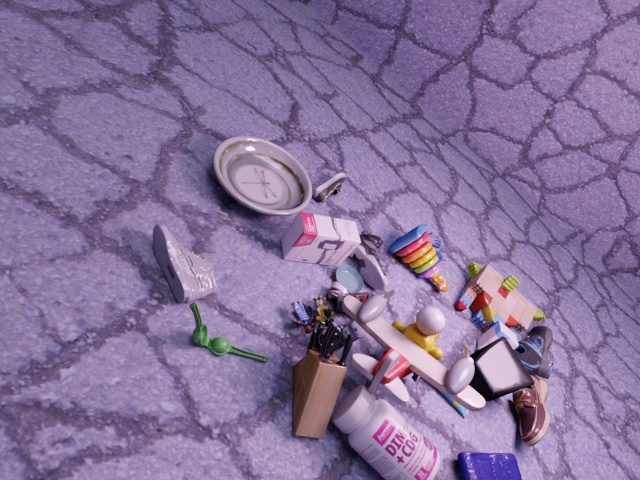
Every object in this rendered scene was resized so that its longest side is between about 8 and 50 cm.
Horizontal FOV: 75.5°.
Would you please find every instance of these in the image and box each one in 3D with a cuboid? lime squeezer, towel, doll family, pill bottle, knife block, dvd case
[{"bbox_3d":[-0.279,0.268,1.143,0.310,0.110,0.058,50,15,-35],"label":"lime squeezer"},{"bbox_3d":[0.541,0.818,1.263,0.228,0.076,0.308,11,49,-18],"label":"towel"},{"bbox_3d":[-0.019,0.247,1.359,0.193,0.076,0.111,-8,64,-33],"label":"doll family"},{"bbox_3d":[0.179,0.555,1.163,0.283,0.160,0.160,42,42,4],"label":"pill bottle"},{"bbox_3d":[0.012,0.372,1.143,0.088,0.242,0.275,18,47,-21],"label":"knife block"},{"bbox_3d":[0.116,0.209,1.398,0.120,0.087,0.013,-4,41,-6],"label":"dvd case"}]

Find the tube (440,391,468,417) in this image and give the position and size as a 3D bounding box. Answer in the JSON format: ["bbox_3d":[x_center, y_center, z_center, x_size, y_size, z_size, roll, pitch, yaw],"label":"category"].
[{"bbox_3d":[0.453,0.527,1.467,0.207,0.052,0.080,45,53,-2],"label":"tube"}]

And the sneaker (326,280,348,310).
[{"bbox_3d":[0.090,0.232,1.460,0.178,0.072,0.077,39,60,5],"label":"sneaker"}]

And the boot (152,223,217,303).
[{"bbox_3d":[-0.405,0.062,1.244,0.123,0.095,0.258,-11,70,-47],"label":"boot"}]

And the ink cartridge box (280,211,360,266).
[{"bbox_3d":[0.000,0.000,1.504,0.237,0.172,0.100,9,51,-29],"label":"ink cartridge box"}]

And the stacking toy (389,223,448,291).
[{"bbox_3d":[0.451,0.096,1.772,0.301,0.166,0.175,55,32,0],"label":"stacking toy"}]

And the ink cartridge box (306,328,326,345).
[{"bbox_3d":[0.010,0.300,1.296,0.063,0.115,0.029,14,48,-25],"label":"ink cartridge box"}]

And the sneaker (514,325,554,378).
[{"bbox_3d":[0.918,0.454,1.787,0.140,0.124,0.341,14,20,22],"label":"sneaker"}]

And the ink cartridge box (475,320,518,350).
[{"bbox_3d":[0.709,0.417,1.674,0.092,0.143,0.090,41,25,2],"label":"ink cartridge box"}]

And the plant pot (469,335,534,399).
[{"bbox_3d":[0.618,0.491,1.520,0.167,0.187,0.188,-12,62,-28],"label":"plant pot"}]

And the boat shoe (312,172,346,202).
[{"bbox_3d":[0.053,-0.226,1.813,0.070,0.077,0.219,45,51,7],"label":"boat shoe"}]

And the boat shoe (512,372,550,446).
[{"bbox_3d":[0.779,0.618,1.566,0.123,0.123,0.342,37,38,9],"label":"boat shoe"}]

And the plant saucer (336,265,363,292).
[{"bbox_3d":[0.106,0.151,1.561,0.119,0.021,0.119,19,45,-20],"label":"plant saucer"}]

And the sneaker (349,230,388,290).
[{"bbox_3d":[0.210,0.066,1.644,0.153,0.101,0.268,-18,64,-40],"label":"sneaker"}]

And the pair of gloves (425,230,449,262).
[{"bbox_3d":[0.526,0.033,1.955,0.159,0.023,0.198,10,49,-26],"label":"pair of gloves"}]

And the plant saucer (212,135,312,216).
[{"bbox_3d":[-0.229,-0.230,1.596,0.401,0.100,0.400,19,45,-21],"label":"plant saucer"}]

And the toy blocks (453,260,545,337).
[{"bbox_3d":[0.762,0.296,1.806,0.381,0.190,0.261,44,54,6],"label":"toy blocks"}]

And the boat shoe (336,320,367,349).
[{"bbox_3d":[0.092,0.313,1.387,0.065,0.083,0.183,61,19,16],"label":"boat shoe"}]

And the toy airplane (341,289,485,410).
[{"bbox_3d":[0.269,0.317,1.249,0.386,0.272,0.384,27,13,-19],"label":"toy airplane"}]
